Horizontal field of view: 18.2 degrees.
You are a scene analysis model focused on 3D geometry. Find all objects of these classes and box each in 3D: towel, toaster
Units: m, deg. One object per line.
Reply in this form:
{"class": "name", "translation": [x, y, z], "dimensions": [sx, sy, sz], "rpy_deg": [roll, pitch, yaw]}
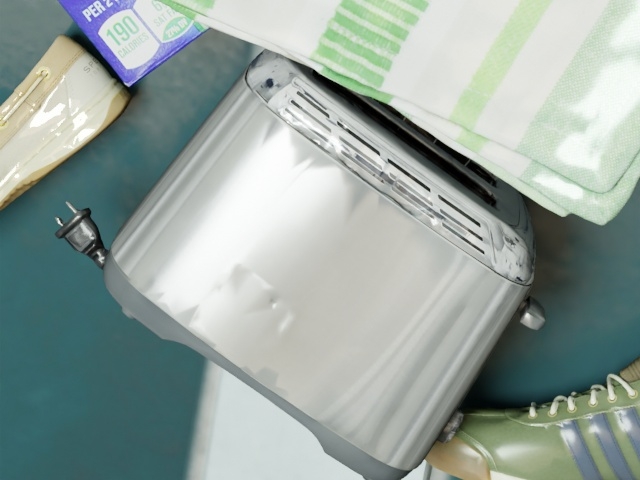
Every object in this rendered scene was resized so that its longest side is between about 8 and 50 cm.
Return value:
{"class": "towel", "translation": [0.040, -0.174, 0.847], "dimensions": [0.324, 0.038, 0.248], "rpy_deg": [26, 111, -8]}
{"class": "toaster", "translation": [0.000, 0.000, 0.990], "dimensions": [0.227, 0.129, 0.146], "rpy_deg": [36, 105, -4]}

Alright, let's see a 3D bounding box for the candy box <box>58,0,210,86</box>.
{"class": "candy box", "translation": [-0.075, -0.279, 0.901], "dimensions": [0.268, 0.122, 0.317], "rpy_deg": [-35, 101, 15]}

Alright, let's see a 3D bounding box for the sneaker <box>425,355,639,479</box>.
{"class": "sneaker", "translation": [0.156, 0.093, 1.041], "dimensions": [0.192, 0.064, 0.086], "rpy_deg": [12, 102, 2]}

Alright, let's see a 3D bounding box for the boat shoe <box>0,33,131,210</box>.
{"class": "boat shoe", "translation": [-0.178, -0.043, 1.031], "dimensions": [0.170, 0.063, 0.059], "rpy_deg": [-37, 99, 7]}
